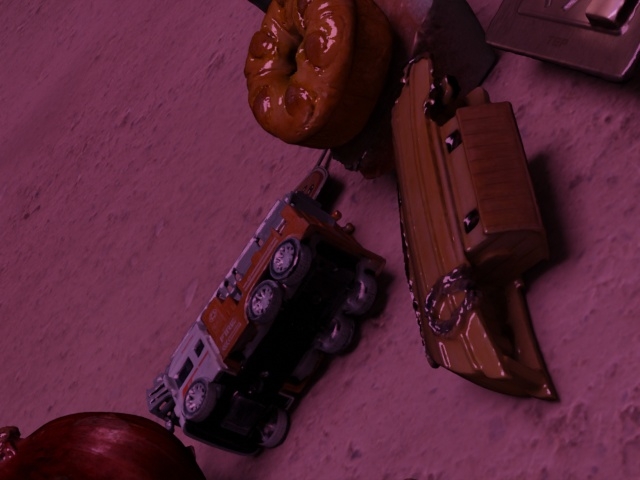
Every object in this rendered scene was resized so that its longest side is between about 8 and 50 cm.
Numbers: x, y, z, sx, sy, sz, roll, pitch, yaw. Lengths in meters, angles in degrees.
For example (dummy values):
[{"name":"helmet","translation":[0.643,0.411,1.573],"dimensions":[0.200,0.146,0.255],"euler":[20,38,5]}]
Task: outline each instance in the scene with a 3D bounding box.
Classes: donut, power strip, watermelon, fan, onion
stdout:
[{"name":"donut","translation":[-0.006,-0.221,1.543],"dimensions":[0.226,0.113,0.227],"euler":[-22,62,52]},{"name":"power strip","translation":[0.333,-0.291,1.387],"dimensions":[0.257,0.092,0.251],"euler":[-57,28,-1]},{"name":"watermelon","translation":[0.096,-0.241,1.639],"dimensions":[0.264,0.151,0.302],"euler":[37,111,55]},{"name":"fan","translation":[-0.018,-0.076,1.724],"dimensions":[0.132,0.009,0.220],"euler":[-22,38,62]},{"name":"onion","translation":[-0.266,0.348,1.454],"dimensions":[0.341,0.341,0.341],"euler":[-34,39,32]}]

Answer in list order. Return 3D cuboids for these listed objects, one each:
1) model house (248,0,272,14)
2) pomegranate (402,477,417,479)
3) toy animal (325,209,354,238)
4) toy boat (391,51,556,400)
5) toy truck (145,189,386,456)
[{"name":"model house","translation":[-0.038,-0.410,1.810],"dimensions":[0.248,0.280,0.230],"euler":[10,69,50]},{"name":"pomegranate","translation":[0.016,0.355,1.140],"dimensions":[0.340,0.285,0.285],"euler":[-40,21,-34]},{"name":"toy animal","translation":[0.000,0.000,1.617],"dimensions":[0.083,0.060,0.081],"euler":[-26,42,27]},{"name":"toy boat","translation":[0.174,-0.020,1.347],"dimensions":[0.162,0.136,0.446],"euler":[-37,42,35]},{"name":"toy truck","translation":[-0.082,0.110,1.538],"dimensions":[0.338,0.133,0.184],"euler":[-56,34,11]}]
